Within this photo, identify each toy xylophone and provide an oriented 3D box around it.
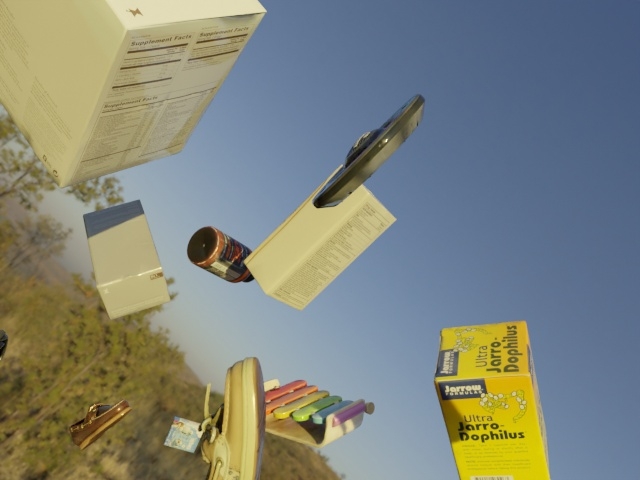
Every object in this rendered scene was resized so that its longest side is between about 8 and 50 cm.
[{"bbox_3d":[-0.025,0.384,1.441,0.323,0.236,0.081,-2,-83,38],"label":"toy xylophone"}]

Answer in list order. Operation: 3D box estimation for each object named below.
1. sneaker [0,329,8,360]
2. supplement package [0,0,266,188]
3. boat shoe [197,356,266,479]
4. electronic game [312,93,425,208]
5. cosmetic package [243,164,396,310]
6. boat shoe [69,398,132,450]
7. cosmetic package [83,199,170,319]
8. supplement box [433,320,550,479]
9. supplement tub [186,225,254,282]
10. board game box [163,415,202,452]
[{"bbox_3d":[-0.732,0.167,1.290,0.147,0.104,0.296,19,-44,7],"label":"sneaker"},{"bbox_3d":[-0.243,-0.236,0.741,0.199,0.198,0.263,53,-46,8],"label":"supplement package"},{"bbox_3d":[-0.118,0.277,0.753,0.089,0.285,0.104,7,9,0],"label":"boat shoe"},{"bbox_3d":[0.071,-0.133,0.943,0.048,0.229,0.229,45,-16,-5],"label":"electronic game"},{"bbox_3d":[0.000,0.000,1.392,0.113,0.309,0.160,50,8,34],"label":"cosmetic package"},{"bbox_3d":[-0.525,0.422,1.472,0.073,0.207,0.073,56,25,8],"label":"boat shoe"},{"bbox_3d":[-0.391,0.032,1.257,0.107,0.127,0.238,89,-20,-44],"label":"cosmetic package"},{"bbox_3d":[0.388,0.385,1.388,0.195,0.194,0.356,-9,-66,20],"label":"supplement box"},{"bbox_3d":[-0.238,0.044,1.582,0.106,0.106,0.198,34,-1,37],"label":"supplement tub"},{"bbox_3d":[-0.384,0.548,1.764,0.090,0.090,0.020,20,17,-15],"label":"board game box"}]
